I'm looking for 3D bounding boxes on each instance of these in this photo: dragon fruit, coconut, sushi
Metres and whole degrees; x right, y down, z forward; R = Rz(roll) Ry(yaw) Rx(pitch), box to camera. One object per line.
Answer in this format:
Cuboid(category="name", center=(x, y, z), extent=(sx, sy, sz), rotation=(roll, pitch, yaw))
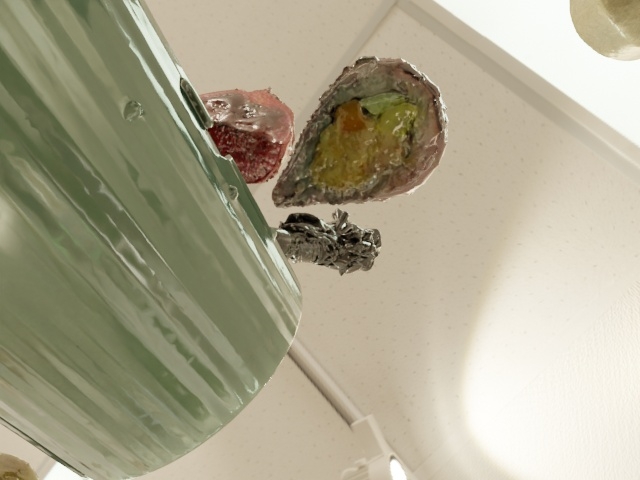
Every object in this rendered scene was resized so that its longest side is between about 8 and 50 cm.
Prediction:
Cuboid(category="dragon fruit", center=(-0.138, -0.216, 1.155), extent=(0.262, 0.211, 0.134), rotation=(23, -40, 21))
Cuboid(category="coconut", center=(0.550, -0.425, 0.947), extent=(0.237, 0.266, 0.238), rotation=(1, -86, 8))
Cuboid(category="sushi", center=(0.057, -0.105, 0.722), extent=(0.161, 0.107, 0.241), rotation=(34, -71, 1))

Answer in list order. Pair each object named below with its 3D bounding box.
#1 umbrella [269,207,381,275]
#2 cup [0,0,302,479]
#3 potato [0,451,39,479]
Cuboid(category="umbrella", center=(-0.006, -0.007, 1.167), extent=(0.154, 0.336, 0.128), rotation=(37, -72, 44))
Cuboid(category="cup", center=(-0.217, -0.060, 0.489), extent=(0.310, 0.401, 0.392), rotation=(-23, -61, 17))
Cuboid(category="potato", center=(-0.503, 0.422, 0.845), extent=(0.296, 0.191, 0.141), rotation=(29, -50, 52))
